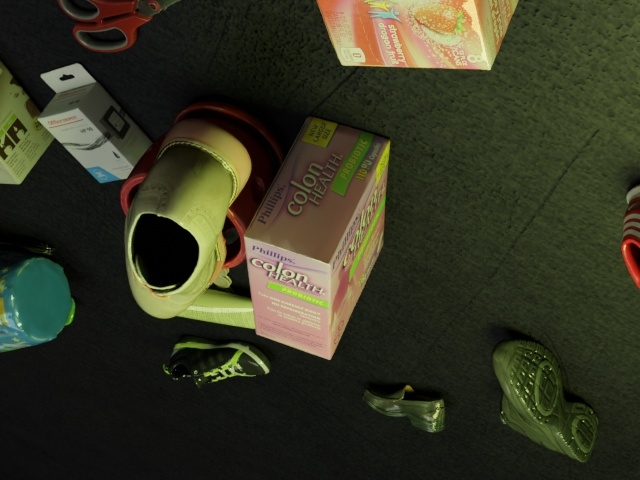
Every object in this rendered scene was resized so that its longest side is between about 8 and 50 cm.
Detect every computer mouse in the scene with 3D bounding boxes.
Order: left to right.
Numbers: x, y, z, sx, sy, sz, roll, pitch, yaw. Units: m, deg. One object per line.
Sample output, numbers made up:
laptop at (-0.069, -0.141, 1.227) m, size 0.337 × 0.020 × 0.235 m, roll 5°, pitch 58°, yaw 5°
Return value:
computer mouse at (-0.621, -0.010, 1.976) m, size 0.242 × 0.041 × 0.071 m, roll 11°, pitch 170°, yaw 9°

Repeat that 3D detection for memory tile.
memory tile at (-0.206, 0.068, 1.814) m, size 0.113 × 0.012 × 0.148 m, roll 17°, pitch 147°, yaw 14°

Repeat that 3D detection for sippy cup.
sippy cup at (-0.614, 0.116, 1.980) m, size 0.224 × 0.305 × 0.240 m, roll -4°, pitch 113°, yaw 30°

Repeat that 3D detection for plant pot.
plant pot at (-0.150, -0.083, 1.398) m, size 0.191 × 0.174 × 0.191 m, roll 19°, pitch 148°, yaw 12°

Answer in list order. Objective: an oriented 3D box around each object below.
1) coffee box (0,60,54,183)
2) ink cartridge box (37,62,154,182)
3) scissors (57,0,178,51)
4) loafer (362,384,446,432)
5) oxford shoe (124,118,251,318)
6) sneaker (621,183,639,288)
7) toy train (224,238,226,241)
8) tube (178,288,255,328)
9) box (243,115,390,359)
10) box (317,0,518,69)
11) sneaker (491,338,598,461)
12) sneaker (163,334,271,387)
coffee box at (-0.558, -0.226, 1.531) m, size 0.168 × 0.118 × 0.297 m, roll 5°, pitch 143°, yaw 32°
ink cartridge box at (-0.340, -0.170, 1.515) m, size 0.104 × 0.060 × 0.180 m, roll -6°, pitch 136°, yaw 41°
scissors at (-0.214, -0.289, 1.296) m, size 0.297 × 0.021 × 0.109 m, roll 2°, pitch 139°, yaw 32°
loafer at (0.153, 0.288, 1.854) m, size 0.170 × 0.062 × 0.061 m, roll 15°, pitch 109°, yaw 29°
oxford shoe at (-0.197, 0.012, 1.272) m, size 0.141 × 0.146 × 0.397 m, roll 24°, pitch 146°, yaw 1°
sneaker at (0.438, 0.039, 1.203) m, size 0.221 × 0.128 × 0.087 m, roll 30°, pitch 149°, yaw -4°
toy train at (-0.229, -0.014, 1.683) m, size 0.166 × 0.046 × 0.125 m, roll 26°, pitch 147°, yaw -7°
tube at (-0.181, 0.117, 1.810) m, size 0.240 × 0.062 × 0.070 m, roll 10°, pitch -171°, yaw 15°
box at (0.000, 0.000, 1.377) m, size 0.117 × 0.213 × 0.243 m, roll 18°, pitch 147°, yaw 14°
box at (0.067, -0.298, 0.851) m, size 0.154 × 0.142 × 0.300 m, roll 7°, pitch 144°, yaw 27°
sneaker at (0.330, 0.257, 1.631) m, size 0.130 × 0.109 × 0.286 m, roll 1°, pitch 139°, yaw 44°
sneaker at (-0.202, 0.252, 2.000) m, size 0.235 × 0.097 × 0.084 m, roll 2°, pitch 142°, yaw 33°
